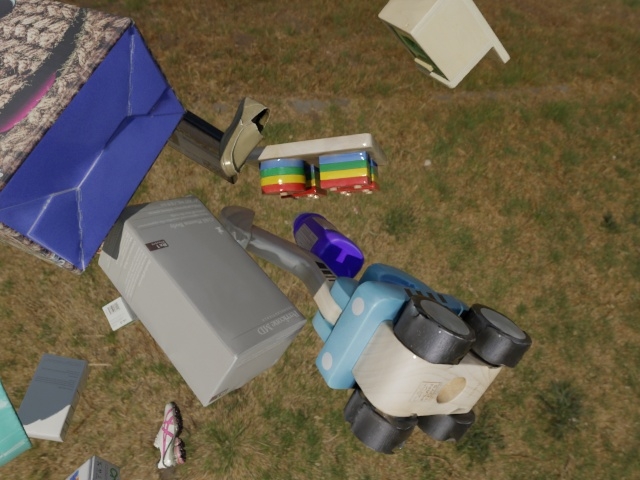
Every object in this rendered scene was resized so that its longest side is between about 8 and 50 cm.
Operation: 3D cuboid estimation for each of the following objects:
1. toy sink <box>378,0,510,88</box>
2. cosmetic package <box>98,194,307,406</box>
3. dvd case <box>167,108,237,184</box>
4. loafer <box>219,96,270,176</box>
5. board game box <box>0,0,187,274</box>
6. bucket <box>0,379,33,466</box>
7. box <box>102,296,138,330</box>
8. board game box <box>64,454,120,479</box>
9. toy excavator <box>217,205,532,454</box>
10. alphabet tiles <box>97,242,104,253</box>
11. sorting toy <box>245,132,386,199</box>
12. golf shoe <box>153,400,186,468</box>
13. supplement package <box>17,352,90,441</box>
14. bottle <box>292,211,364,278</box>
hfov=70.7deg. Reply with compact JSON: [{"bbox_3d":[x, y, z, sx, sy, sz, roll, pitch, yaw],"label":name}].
[{"bbox_3d":[0.258,-0.424,0.953,0.234,0.131,0.152,29,21,-38],"label":"toy sink"},{"bbox_3d":[-0.147,0.062,0.551,0.238,0.107,0.127,42,32,19],"label":"cosmetic package"},{"bbox_3d":[-0.253,-0.201,0.920,0.180,0.253,0.022,31,78,-3],"label":"dvd case"},{"bbox_3d":[-0.125,-0.175,0.752,0.050,0.056,0.148,10,75,21],"label":"loafer"},{"bbox_3d":[-0.344,-0.132,0.489,0.291,0.141,0.232,18,69,15],"label":"board game box"},{"bbox_3d":[-0.656,0.311,0.793,0.183,0.281,0.281,-25,72,-38],"label":"bucket"},{"bbox_3d":[-0.739,0.268,1.703,0.101,0.087,0.102,-29,86,18],"label":"box"},{"bbox_3d":[-0.365,0.431,0.520,0.305,0.193,0.053,-41,121,-1],"label":"board game box"},{"bbox_3d":[0.050,0.115,0.792,0.433,0.222,0.445,13,21,-35],"label":"toy excavator"},{"bbox_3d":[-0.629,-0.017,1.252,0.285,0.342,0.011,9,67,5],"label":"alphabet tiles"},{"bbox_3d":[-0.002,-0.138,0.931,0.256,0.257,0.089,-4,91,15],"label":"sorting toy"},{"bbox_3d":[-0.434,0.547,1.281,0.086,0.067,0.186,-16,45,-7],"label":"golf shoe"},{"bbox_3d":[-0.651,0.383,1.101,0.105,0.105,0.179,16,56,-14],"label":"supplement package"},{"bbox_3d":[0.000,0.000,1.036,0.118,0.283,0.092,36,94,-26],"label":"bottle"}]
